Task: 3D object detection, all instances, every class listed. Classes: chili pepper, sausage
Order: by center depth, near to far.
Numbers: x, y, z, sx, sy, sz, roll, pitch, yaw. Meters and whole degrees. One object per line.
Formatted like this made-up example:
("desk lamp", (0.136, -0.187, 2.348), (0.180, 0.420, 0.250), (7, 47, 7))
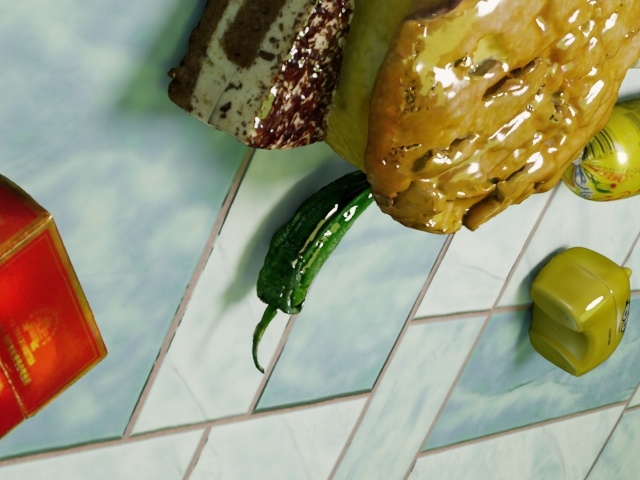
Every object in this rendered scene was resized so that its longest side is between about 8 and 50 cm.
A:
("chili pepper", (0.000, 0.000, 1.522), (0.279, 0.065, 0.122), (-47, 145, -17))
("sausage", (0.421, -0.125, 1.901), (0.347, 0.123, 0.123), (-15, 132, -45))

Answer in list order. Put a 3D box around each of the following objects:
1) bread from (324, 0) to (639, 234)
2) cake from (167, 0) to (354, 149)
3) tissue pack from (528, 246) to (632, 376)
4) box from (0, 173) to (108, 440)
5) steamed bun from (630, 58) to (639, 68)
("bread", (0.151, -0.201, 1.378), (0.398, 0.215, 0.398), (-31, 140, -31))
("cake", (-0.017, -0.199, 1.259), (0.135, 0.112, 0.246), (11, 109, -59))
("tissue pack", (0.366, 0.094, 2.049), (0.127, 0.123, 0.178), (-39, 146, -23))
("box", (-0.333, 0.112, 1.172), (0.313, 0.089, 0.197), (-40, 146, -21))
("steamed bun", (0.373, -0.325, 1.631), (0.295, 0.137, 0.292), (-44, 145, -30))
